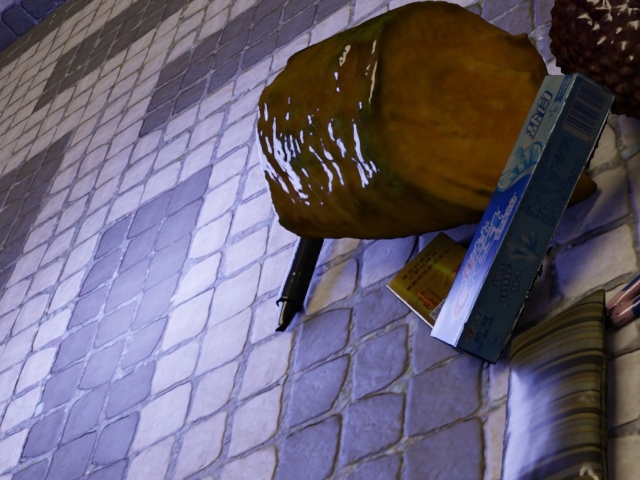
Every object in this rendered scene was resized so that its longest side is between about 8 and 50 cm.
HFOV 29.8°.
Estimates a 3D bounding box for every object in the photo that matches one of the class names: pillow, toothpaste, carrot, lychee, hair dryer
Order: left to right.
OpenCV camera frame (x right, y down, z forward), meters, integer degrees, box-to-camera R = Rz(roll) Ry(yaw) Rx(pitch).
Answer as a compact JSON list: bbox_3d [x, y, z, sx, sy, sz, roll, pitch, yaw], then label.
[{"bbox_3d":[0.000,0.000,1.433,0.128,0.070,0.255,-17,45,40],"label":"hair dryer"},{"bbox_3d":[0.098,-0.122,1.264,0.340,0.241,0.241,-10,43,49],"label":"carrot"},{"bbox_3d":[0.185,-0.022,1.107,0.272,0.053,0.066,-66,21,-2],"label":"toothpaste"},{"bbox_3d":[0.194,0.137,0.991,0.113,0.038,0.203,-36,28,38],"label":"pillow"},{"bbox_3d":[0.305,-0.210,1.158,0.188,0.188,0.188,-33,30,21],"label":"lychee"}]

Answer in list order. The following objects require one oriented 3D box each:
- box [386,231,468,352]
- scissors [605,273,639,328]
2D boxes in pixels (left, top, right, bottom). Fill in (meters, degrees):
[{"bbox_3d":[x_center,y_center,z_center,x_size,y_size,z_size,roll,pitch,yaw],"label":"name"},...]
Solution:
[{"bbox_3d":[0.131,0.049,1.215,0.089,0.022,0.156,-47,28,-2],"label":"box"},{"bbox_3d":[0.271,0.050,1.034,0.113,0.012,0.039,-40,27,10],"label":"scissors"}]
